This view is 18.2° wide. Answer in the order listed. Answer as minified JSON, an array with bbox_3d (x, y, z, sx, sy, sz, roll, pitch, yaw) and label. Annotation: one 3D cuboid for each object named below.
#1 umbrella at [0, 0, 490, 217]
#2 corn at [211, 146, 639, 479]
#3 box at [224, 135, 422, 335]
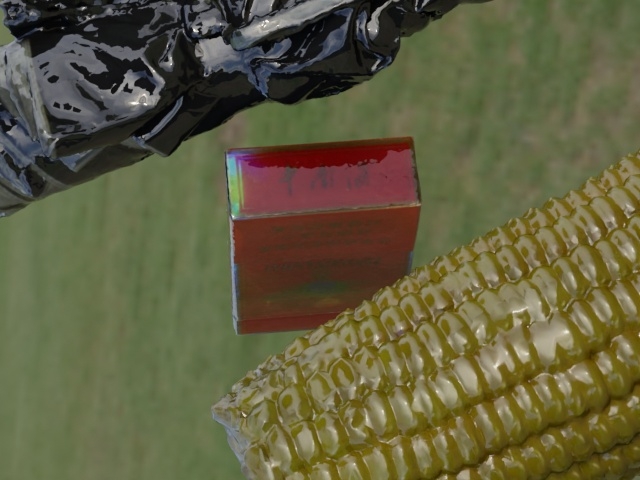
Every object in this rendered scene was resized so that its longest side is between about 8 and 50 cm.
[{"bbox_3d":[-0.069,-0.110,1.109,0.106,0.358,0.113,43,-151,-68],"label":"umbrella"},{"bbox_3d":[0.119,0.037,0.856,0.131,0.344,0.131,62,176,7],"label":"corn"},{"bbox_3d":[0.000,-0.001,1.190,0.175,0.112,0.048,95,169,-65],"label":"box"}]
